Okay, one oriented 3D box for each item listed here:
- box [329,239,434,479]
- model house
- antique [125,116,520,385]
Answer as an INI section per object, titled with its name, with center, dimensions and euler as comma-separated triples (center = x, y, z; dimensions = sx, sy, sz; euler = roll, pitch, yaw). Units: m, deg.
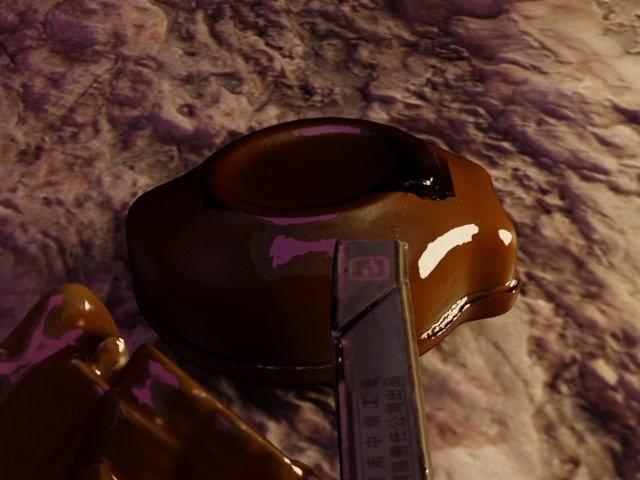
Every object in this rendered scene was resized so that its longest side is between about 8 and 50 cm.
[box]
center = 0.035, 0.164, 0.609
dimensions = 0.047, 0.180, 0.325
euler = -4, 35, 1
[model house]
center = -0.080, 0.173, 0.554
dimensions = 0.229, 0.219, 0.199
euler = 29, 68, 39
[antique]
center = 0.000, 0.000, 0.894
dimensions = 0.278, 0.129, 0.223
euler = -4, 33, -1
